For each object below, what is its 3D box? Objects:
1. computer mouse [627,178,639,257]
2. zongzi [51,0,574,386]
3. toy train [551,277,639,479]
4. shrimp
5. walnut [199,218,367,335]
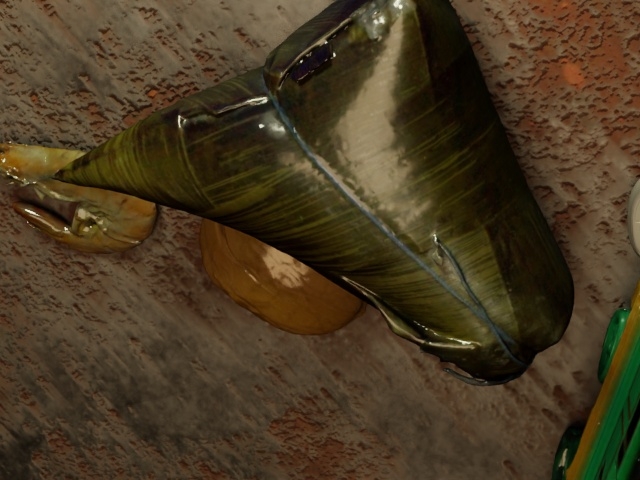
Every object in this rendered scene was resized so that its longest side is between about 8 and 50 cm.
[{"bbox_3d":[0.341,-0.025,1.126,0.066,0.039,0.096,-1,117,15],"label":"computer mouse"},{"bbox_3d":[0.000,0.000,1.119,0.432,0.208,0.403,-25,104,15],"label":"zongzi"},{"bbox_3d":[0.340,0.224,1.102,0.178,0.249,0.429,17,113,7],"label":"toy train"},{"bbox_3d":[-0.298,-0.051,1.285,0.236,0.053,0.133,14,133,5],"label":"shrimp"},{"bbox_3d":[-0.040,0.026,1.217,0.211,0.087,0.167,38,111,-2],"label":"walnut"}]
